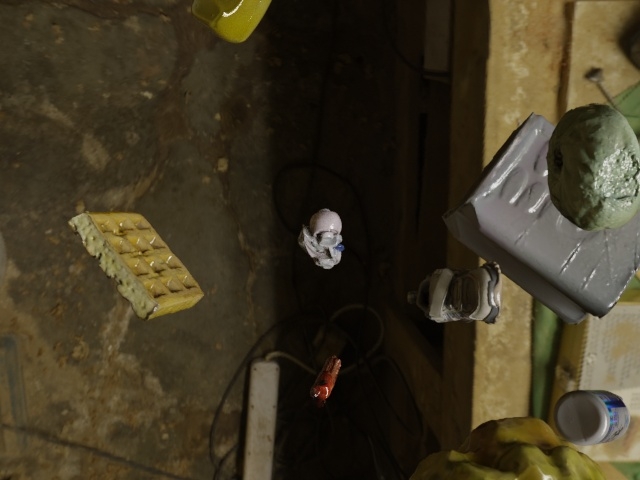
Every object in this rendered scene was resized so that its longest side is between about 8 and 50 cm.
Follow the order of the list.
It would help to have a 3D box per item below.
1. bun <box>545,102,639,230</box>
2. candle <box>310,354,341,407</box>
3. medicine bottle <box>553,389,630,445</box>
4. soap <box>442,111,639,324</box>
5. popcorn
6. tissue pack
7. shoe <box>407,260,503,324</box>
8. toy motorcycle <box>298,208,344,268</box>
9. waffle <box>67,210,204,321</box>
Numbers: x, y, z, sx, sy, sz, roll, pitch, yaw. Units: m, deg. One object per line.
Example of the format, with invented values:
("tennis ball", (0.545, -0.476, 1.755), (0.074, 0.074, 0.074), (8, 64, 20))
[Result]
("bun", (0.416, -0.111, 1.103), (0.108, 0.221, 0.221), (-11, 106, 6))
("candle", (0.018, 0.339, 1.758), (0.048, 0.329, 0.051), (44, 98, 2))
("medicine bottle", (0.555, 0.355, 1.419), (0.192, 0.107, 0.107), (14, 104, -49))
("soap", (0.580, -0.053, 1.750), (0.435, 0.213, 0.350), (41, 76, 6))
("popcorn", (0.164, 0.313, 0.661), (0.252, 0.215, 0.286), (34, 102, -8))
("tissue pack", (-0.177, -0.512, 1.494), (0.127, 0.123, 0.178), (19, 106, -54))
("shoe", (0.189, 0.073, 0.996), (0.092, 0.180, 0.089), (4, 82, -10))
("toy motorcycle", (0.000, 0.000, 1.689), (0.113, 0.254, 0.112), (0, 67, 0))
("waffle", (-0.357, 0.041, 1.400), (0.055, 0.221, 0.248), (-42, 83, 12))
